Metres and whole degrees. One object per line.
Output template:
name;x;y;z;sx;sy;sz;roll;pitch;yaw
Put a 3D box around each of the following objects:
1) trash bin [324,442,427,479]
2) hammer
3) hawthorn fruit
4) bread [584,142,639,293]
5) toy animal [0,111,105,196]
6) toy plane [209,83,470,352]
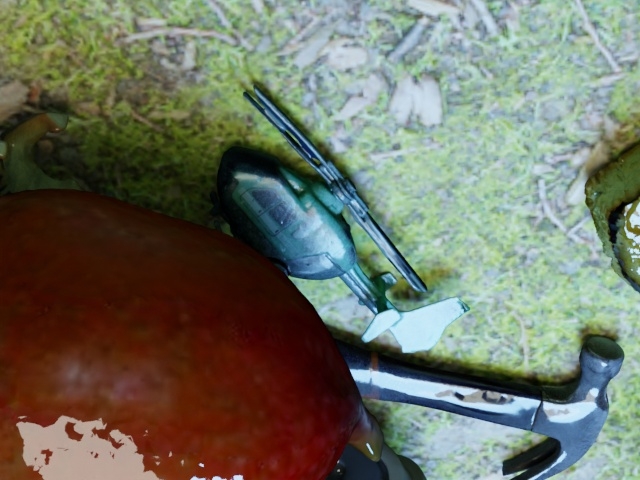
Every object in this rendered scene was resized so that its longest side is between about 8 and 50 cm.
trash bin;0.009;0.286;1.381;0.182;0.209;0.290;-5;130;26
hammer;0.068;0.111;1.370;0.290;0.037;0.137;10;121;-5
hawthorn fruit;-0.138;0.108;1.196;0.311;0.295;0.295;-9;124;26
bread;0.263;-0.015;1.262;0.140;0.069;0.128;-28;119;15
toy animal;-0.250;-0.058;1.254;0.241;0.057;0.099;18;136;-9
toy plane;0.000;0.000;1.292;0.096;0.060;0.235;-39;110;9
